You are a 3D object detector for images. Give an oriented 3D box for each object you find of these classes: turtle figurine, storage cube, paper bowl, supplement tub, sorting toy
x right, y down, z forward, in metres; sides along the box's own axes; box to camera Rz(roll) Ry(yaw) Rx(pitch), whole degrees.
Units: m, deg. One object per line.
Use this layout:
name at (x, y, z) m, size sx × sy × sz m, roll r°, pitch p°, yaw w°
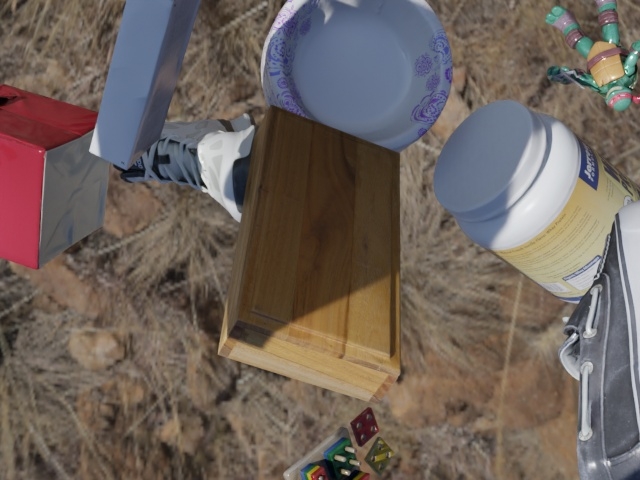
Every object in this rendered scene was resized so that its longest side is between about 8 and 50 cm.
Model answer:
turtle figurine at (0.442, -0.284, 1.535) m, size 0.175 × 0.234 × 0.118 m, roll -21°, pitch 150°, yaw 15°
storage cube at (-0.435, -0.095, 1.425) m, size 0.193 × 0.184 × 0.215 m, roll 17°, pitch 116°, yaw 14°
paper bowl at (0.049, -0.256, 1.509) m, size 0.284 × 0.284 × 0.148 m, roll 6°, pitch 172°, yaw -10°
supplement tub at (0.352, -0.059, 1.544) m, size 0.316 × 0.228 × 0.228 m, roll 31°, pitch 121°, yaw -32°
sorting toy at (0.028, 0.371, 1.492) m, size 0.046 × 0.274 × 0.132 m, roll 3°, pitch 117°, yaw 46°

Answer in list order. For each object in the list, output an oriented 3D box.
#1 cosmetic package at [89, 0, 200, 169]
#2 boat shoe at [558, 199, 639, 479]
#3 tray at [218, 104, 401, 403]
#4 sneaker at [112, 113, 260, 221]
cosmetic package at (-0.211, -0.211, 1.186) m, size 0.060 × 0.099 × 0.239 m, roll 25°, pitch 125°, yaw 2°
boat shoe at (0.247, 0.080, 0.811) m, size 0.102 × 0.301 × 0.108 m, roll -19°, pitch 125°, yaw 26°
tray at (0.000, 0.000, 1.263) m, size 0.202 × 0.411 × 0.076 m, roll 19°, pitch 130°, yaw -13°
sneaker at (-0.223, -0.113, 1.651) m, size 0.257 × 0.447 × 0.169 m, roll -5°, pitch 105°, yaw -7°
